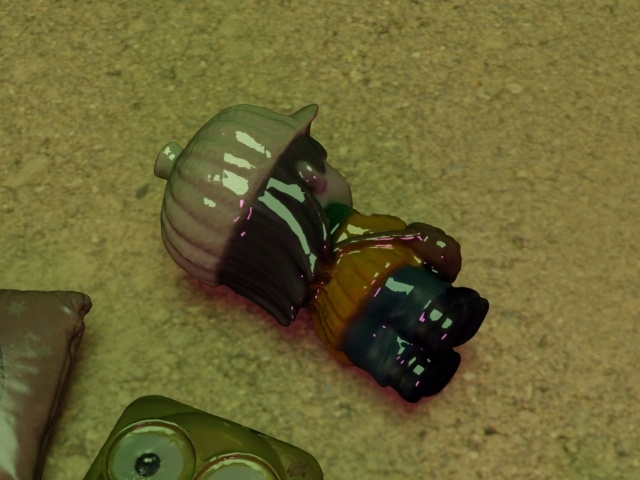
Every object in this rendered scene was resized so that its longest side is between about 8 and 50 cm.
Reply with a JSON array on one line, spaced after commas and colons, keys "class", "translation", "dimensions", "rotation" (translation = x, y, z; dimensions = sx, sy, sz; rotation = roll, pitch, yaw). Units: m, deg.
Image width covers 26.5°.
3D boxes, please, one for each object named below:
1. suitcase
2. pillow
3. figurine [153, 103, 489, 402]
[{"class": "suitcase", "translation": [-0.111, 0.248, 1.099], "dimensions": [0.193, 0.143, 0.235], "rotation": [18, 55, 14]}, {"class": "pillow", "translation": [-0.336, 0.132, 1.229], "dimensions": [0.236, 0.084, 0.223], "rotation": [7, 55, 11]}, {"class": "figurine", "translation": [-0.013, 0.007, 1.255], "dimensions": [0.204, 0.185, 0.332], "rotation": [-1, 38, -45]}]
